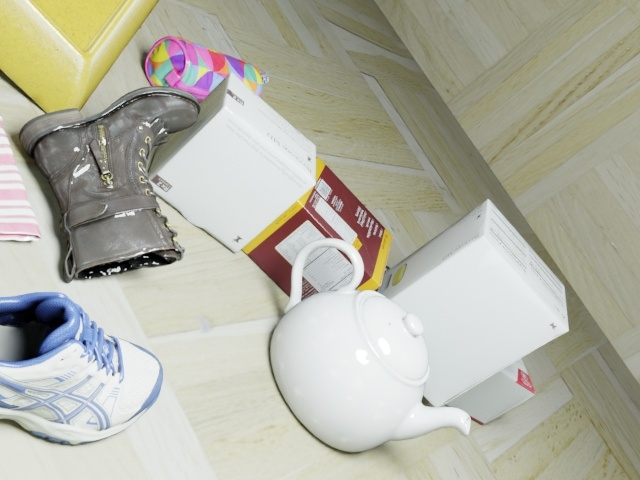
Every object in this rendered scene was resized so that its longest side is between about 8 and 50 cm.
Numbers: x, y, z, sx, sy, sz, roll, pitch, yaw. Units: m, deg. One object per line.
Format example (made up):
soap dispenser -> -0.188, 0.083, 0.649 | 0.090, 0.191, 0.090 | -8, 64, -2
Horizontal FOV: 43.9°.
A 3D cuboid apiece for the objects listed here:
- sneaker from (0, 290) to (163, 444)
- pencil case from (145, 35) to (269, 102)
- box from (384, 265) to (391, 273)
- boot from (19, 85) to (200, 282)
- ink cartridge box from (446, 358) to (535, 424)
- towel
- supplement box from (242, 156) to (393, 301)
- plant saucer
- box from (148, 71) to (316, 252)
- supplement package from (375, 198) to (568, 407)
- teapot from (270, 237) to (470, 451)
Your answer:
sneaker -> -0.243, 0.114, 0.745 | 0.296, 0.131, 0.112 | 16, 41, -53
pencil case -> -0.196, -0.288, 1.401 | 0.236, 0.104, 0.104 | 3, 53, -56
box -> 0.132, 0.143, 1.433 | 0.159, 0.044, 0.233 | 35, 30, -32
boot -> -0.230, -0.067, 0.999 | 0.262, 0.091, 0.229 | -21, 70, -29
ink cartridge box -> 0.296, 0.226, 1.498 | 0.128, 0.127, 0.176 | 33, 31, -34
towel -> -0.394, -0.087, 0.878 | 0.144, 0.029, 0.197 | 12, 46, -55
supplement box -> 0.000, 0.000, 1.303 | 0.194, 0.129, 0.191 | 46, 25, -11
plant saucer -> -0.363, -0.385, 1.065 | 0.333, 0.081, 0.333 | 47, 48, -32
box -> -0.129, -0.112, 1.176 | 0.181, 0.182, 0.119 | 39, 27, -25
supplement package -> 0.227, 0.104, 1.280 | 0.204, 0.262, 0.145 | 46, 27, -11
teapot -> 0.064, 0.158, 1.133 | 0.256, 0.187, 0.253 | 34, 30, -31
